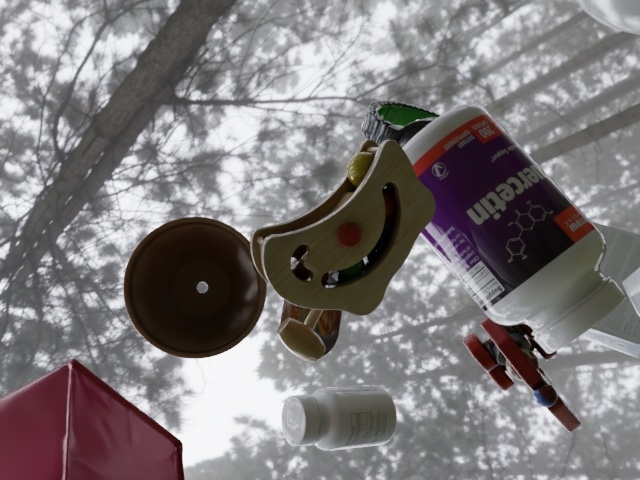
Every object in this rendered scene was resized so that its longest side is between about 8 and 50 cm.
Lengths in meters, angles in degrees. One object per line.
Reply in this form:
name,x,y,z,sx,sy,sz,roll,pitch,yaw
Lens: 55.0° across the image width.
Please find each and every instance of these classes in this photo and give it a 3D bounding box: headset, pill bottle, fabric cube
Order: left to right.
fabric cube,-0.332,0.353,0.746,0.259,0.258,0.254,59,-175,-41
pill bottle,0.039,0.383,1.328,0.230,0.131,0.131,7,-111,-32
headset,0.234,-0.132,1.138,0.244,0.185,0.394,-6,-144,-38
pill bottle,0.245,-0.015,0.827,0.182,0.181,0.323,-25,-109,-41

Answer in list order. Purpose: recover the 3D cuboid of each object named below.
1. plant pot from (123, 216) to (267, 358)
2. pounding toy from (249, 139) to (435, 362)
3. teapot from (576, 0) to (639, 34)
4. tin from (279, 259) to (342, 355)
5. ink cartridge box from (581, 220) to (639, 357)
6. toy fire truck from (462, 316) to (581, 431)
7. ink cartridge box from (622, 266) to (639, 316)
plant pot,-0.211,0.081,1.070,0.238,0.110,0.237,0,-93,-4
pounding toy,0.000,0.000,0.741,0.154,0.155,0.269,32,-91,-20
teapot,0.447,-0.394,0.766,0.187,0.256,0.252,72,-159,-55
tin,-0.013,0.106,1.056,0.106,0.040,0.189,18,-105,-36
ink cartridge box,0.706,0.100,1.634,0.308,0.385,0.091,-57,-36,-20
toy fire truck,0.491,0.302,1.449,0.302,0.169,0.253,45,-171,-42
ink cartridge box,0.748,0.065,1.250,0.161,0.219,0.092,-15,-114,-5
